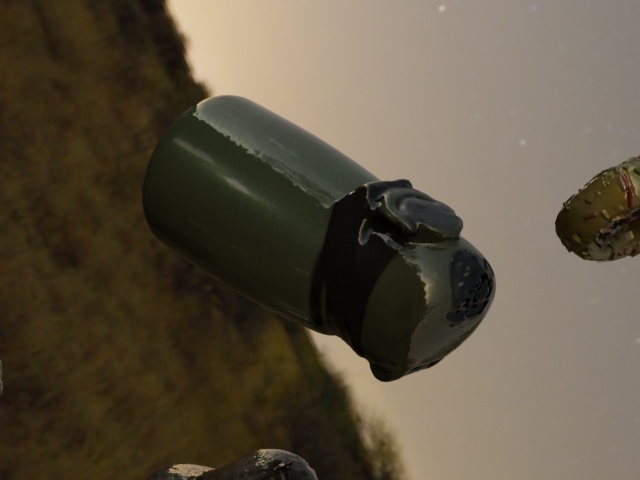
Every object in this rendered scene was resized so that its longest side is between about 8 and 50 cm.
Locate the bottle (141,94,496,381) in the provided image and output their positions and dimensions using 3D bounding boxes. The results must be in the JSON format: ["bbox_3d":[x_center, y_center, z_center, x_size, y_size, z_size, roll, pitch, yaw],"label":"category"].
[{"bbox_3d":[0.001,-0.001,1.152,0.347,0.168,0.168,30,-26,35],"label":"bottle"}]

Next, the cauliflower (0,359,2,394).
[{"bbox_3d":[-0.516,0.169,1.457,0.315,0.256,0.239,48,34,-18],"label":"cauliflower"}]

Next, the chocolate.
[{"bbox_3d":[-0.097,0.262,1.243,0.110,0.248,0.110,27,54,-45],"label":"chocolate"}]

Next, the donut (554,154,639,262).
[{"bbox_3d":[0.356,-0.033,1.476,0.174,0.175,0.068,75,-7,-65],"label":"donut"}]
